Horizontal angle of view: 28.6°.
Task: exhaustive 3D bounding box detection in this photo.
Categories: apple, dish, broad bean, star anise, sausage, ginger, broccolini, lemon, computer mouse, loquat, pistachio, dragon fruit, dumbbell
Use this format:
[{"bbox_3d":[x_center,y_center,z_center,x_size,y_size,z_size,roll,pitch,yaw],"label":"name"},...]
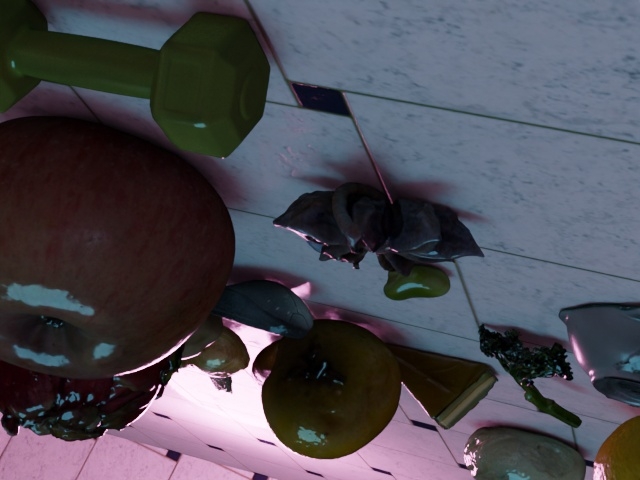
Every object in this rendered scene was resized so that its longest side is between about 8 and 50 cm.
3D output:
[{"bbox_3d":[-0.277,0.018,1.430,0.345,0.269,0.345,17,161,6],"label":"apple"},{"bbox_3d":[0.392,0.151,1.473,0.246,0.078,0.224,15,161,10],"label":"dish"},{"bbox_3d":[0.115,0.051,1.511,0.083,0.045,0.063,-2,156,30],"label":"broad bean"},{"bbox_3d":[0.057,-0.013,1.308,0.230,0.081,0.262,13,173,17],"label":"star anise"},{"bbox_3d":[-0.067,0.224,2.160,0.103,0.076,0.302,20,162,-2],"label":"sausage"},{"bbox_3d":[-0.296,0.181,2.226,0.363,0.122,0.348,11,161,1],"label":"ginger"},{"bbox_3d":[0.317,0.194,1.706,0.123,0.062,0.271,23,164,44],"label":"broccolini"},{"bbox_3d":[0.476,0.328,1.752,0.187,0.186,0.244,19,161,0],"label":"lemon"},{"bbox_3d":[-0.090,0.087,1.794,0.113,0.068,0.229,16,178,-37],"label":"computer mouse"},{"bbox_3d":[0.007,0.215,1.845,0.213,0.213,0.213,17,163,5],"label":"loquat"},{"bbox_3d":[-0.253,0.110,1.941,0.226,0.135,0.136,16,163,28],"label":"pistachio"},{"bbox_3d":[-0.333,0.115,1.722,0.329,0.329,0.329,17,163,5],"label":"dragon fruit"},{"bbox_3d":[-0.194,-0.153,1.096,0.302,0.121,0.108,13,-169,18],"label":"dumbbell"}]

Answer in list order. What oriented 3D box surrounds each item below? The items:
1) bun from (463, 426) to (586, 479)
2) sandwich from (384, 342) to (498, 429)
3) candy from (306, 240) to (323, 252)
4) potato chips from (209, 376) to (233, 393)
[{"bbox_3d":[0.357,0.403,2.218,0.221,0.108,0.221,17,162,6],"label":"bun"},{"bbox_3d":[0.174,0.188,1.909,0.163,0.113,0.079,49,180,31],"label":"sandwich"},{"bbox_3d":[0.001,0.000,1.506,0.030,0.020,0.083,13,162,22],"label":"candy"},{"bbox_3d":[-0.235,0.226,2.362,0.228,0.059,0.167,24,156,25],"label":"potato chips"}]
